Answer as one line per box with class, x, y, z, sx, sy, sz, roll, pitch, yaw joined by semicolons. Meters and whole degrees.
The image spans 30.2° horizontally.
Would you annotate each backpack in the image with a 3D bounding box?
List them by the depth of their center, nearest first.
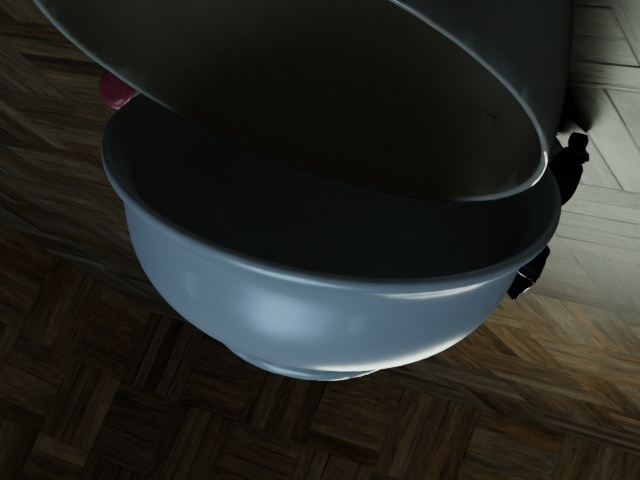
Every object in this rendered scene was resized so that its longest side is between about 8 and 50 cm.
backpack;0.140;-0.035;0.957;0.115;0.151;0.182;22;-174;14

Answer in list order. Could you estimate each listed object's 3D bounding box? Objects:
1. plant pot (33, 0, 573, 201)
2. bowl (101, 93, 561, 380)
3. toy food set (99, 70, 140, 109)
plant pot;0.013;-0.167;0.619;0.284;0.190;0.284;21;167;5
bowl;0.000;0.000;0.796;0.298;0.134;0.298;7;-150;-4
toy food set;-0.127;-0.132;1.052;0.232;0.111;0.104;35;-169;26
